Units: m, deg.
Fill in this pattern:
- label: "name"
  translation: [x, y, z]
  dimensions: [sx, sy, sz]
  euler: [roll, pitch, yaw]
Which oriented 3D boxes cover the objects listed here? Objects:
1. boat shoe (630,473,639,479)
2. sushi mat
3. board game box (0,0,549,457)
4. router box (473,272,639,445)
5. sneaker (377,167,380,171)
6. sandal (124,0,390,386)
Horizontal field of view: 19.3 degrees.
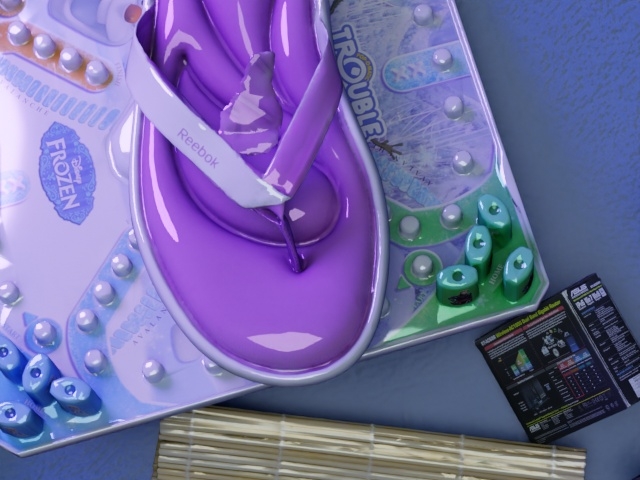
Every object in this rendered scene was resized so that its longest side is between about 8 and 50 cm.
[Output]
- label: "boat shoe"
  translation: [0.267, 0.159, 1.306]
  dimensions: [0.113, 0.127, 0.340]
  euler: [6, 87, 8]
- label: "sushi mat"
  translation: [0.028, 0.205, 1.370]
  dimensions: [0.317, 0.019, 0.151]
  euler: [6, 106, 7]
- label: "board game box"
  translation: [-0.081, -0.085, 1.321]
  dimensions: [0.390, 0.050, 0.389]
  euler: [-16, 69, 0]
- label: "router box"
  translation: [0.172, 0.086, 1.326]
  dimensions: [0.038, 0.122, 0.092]
  euler: [-27, 85, -33]
- label: "sneaker"
  translation: [0.000, 0.000, 1.364]
  dimensions: [0.130, 0.087, 0.227]
  euler: [7, 84, 14]
- label: "sandal"
  translation: [-0.057, -0.106, 1.244]
  dimensions: [0.169, 0.102, 0.416]
  euler: [-10, 69, 2]
